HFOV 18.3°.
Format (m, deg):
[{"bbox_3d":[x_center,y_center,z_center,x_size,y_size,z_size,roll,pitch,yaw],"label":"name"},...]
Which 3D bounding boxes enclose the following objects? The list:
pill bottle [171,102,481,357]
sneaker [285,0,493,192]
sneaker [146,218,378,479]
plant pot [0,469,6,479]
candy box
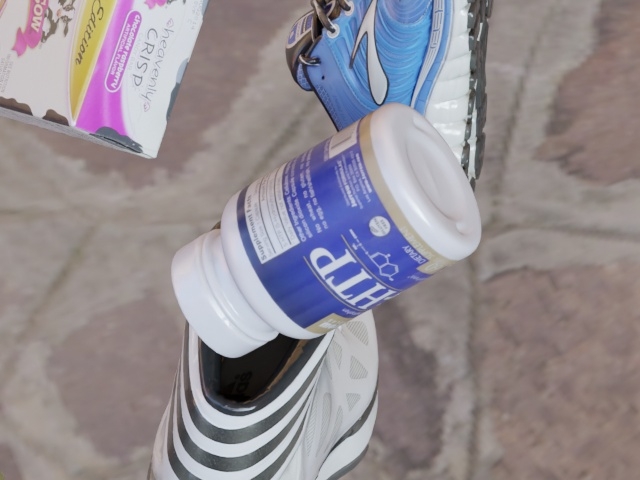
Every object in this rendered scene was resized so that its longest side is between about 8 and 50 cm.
[{"bbox_3d":[0.000,0.000,1.296,0.186,0.112,0.112,-30,85,24],"label":"pill bottle"},{"bbox_3d":[0.044,-0.156,1.400,0.147,0.130,0.330,8,119,10],"label":"sneaker"},{"bbox_3d":[-0.015,0.066,1.564,0.169,0.447,0.257,20,120,2],"label":"sneaker"},{"bbox_3d":[-0.274,0.311,1.351,0.293,0.275,0.275,44,110,40],"label":"plant pot"},{"bbox_3d":[-0.170,-0.152,1.219,0.233,0.071,0.159,16,87,45],"label":"candy box"}]
